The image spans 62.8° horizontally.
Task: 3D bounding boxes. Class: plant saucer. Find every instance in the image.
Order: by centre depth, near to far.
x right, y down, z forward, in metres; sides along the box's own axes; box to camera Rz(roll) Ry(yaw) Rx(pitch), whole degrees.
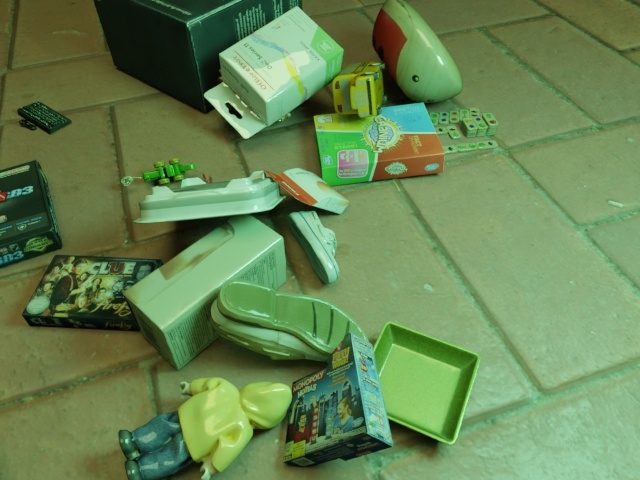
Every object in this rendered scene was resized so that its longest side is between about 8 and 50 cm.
[{"bbox_3d":[0.173,0.257,0.947,0.188,0.045,0.188,18,50,18],"label":"plant saucer"}]

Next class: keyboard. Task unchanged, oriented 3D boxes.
[{"bbox_3d":[-0.849,-0.371,1.585,0.180,0.023,0.108,29,54,27],"label":"keyboard"}]

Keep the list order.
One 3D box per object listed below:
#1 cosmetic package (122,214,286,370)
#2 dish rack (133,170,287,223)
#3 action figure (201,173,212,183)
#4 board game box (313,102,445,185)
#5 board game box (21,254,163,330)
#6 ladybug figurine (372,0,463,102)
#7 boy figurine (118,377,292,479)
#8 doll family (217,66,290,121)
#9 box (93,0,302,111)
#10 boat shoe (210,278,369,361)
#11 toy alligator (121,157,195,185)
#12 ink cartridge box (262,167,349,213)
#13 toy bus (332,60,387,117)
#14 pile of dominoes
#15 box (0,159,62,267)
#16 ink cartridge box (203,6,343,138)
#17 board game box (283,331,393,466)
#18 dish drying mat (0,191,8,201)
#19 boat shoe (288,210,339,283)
[{"bbox_3d":[-0.217,0.091,1.043,0.129,0.153,0.296,34,55,28],"label":"cosmetic package"},{"bbox_3d":[-0.228,-0.102,1.148,0.285,0.073,0.333,-4,11,4],"label":"dish rack"},{"bbox_3d":[-0.326,-0.130,1.340,0.038,0.030,0.115,25,54,18],"label":"action figure"},{"bbox_3d":[0.149,-0.263,1.414,0.316,0.064,0.242,-7,47,-1],"label":"board game box"},{"bbox_3d":[-0.471,0.107,1.108,0.243,0.042,0.165,2,47,3],"label":"board game box"},{"bbox_3d":[0.274,-0.564,1.587,0.161,0.305,0.450,-35,40,19],"label":"ladybug figurine"},{"bbox_3d":[-0.186,0.304,0.883,0.285,0.092,0.177,-21,49,-18],"label":"boy figurine"},{"bbox_3d":[-0.199,-0.413,1.559,0.262,0.118,0.163,36,59,8],"label":"doll family"},{"bbox_3d":[-0.384,-0.720,1.713,0.479,0.298,0.471,31,53,26],"label":"box"},{"bbox_3d":[-0.058,0.166,0.984,0.302,0.103,0.113,23,42,-12],"label":"boat shoe"},{"bbox_3d":[-0.421,-0.174,1.371,0.189,0.056,0.051,-15,6,-10],"label":"toy alligator"},{"bbox_3d":[-0.034,-0.131,1.249,0.145,0.179,0.045,42,105,33],"label":"ink cartridge box"},{"bbox_3d":[0.114,-0.429,1.472,0.130,0.108,0.333,-1,25,13],"label":"toy bus"},{"bbox_3d":[0.371,-0.325,1.494,0.251,0.040,0.196,-7,47,-6],"label":"pile of dominoes"},{"bbox_3d":[-0.796,-0.048,1.248,0.295,0.073,0.293,-20,50,-18],"label":"box"},{"bbox_3d":[-0.134,-0.465,1.451,0.353,0.119,0.207,-40,77,-18],"label":"ink cartridge box"},{"bbox_3d":[0.030,0.264,0.882,0.060,0.194,0.194,36,40,-27],"label":"board game box"},{"bbox_3d":[-0.786,-0.098,1.239,0.083,0.008,0.032,-10,48,-9],"label":"dish drying mat"},{"bbox_3d":[0.000,0.000,1.168,0.075,0.083,0.226,-19,48,-15],"label":"boat shoe"}]
